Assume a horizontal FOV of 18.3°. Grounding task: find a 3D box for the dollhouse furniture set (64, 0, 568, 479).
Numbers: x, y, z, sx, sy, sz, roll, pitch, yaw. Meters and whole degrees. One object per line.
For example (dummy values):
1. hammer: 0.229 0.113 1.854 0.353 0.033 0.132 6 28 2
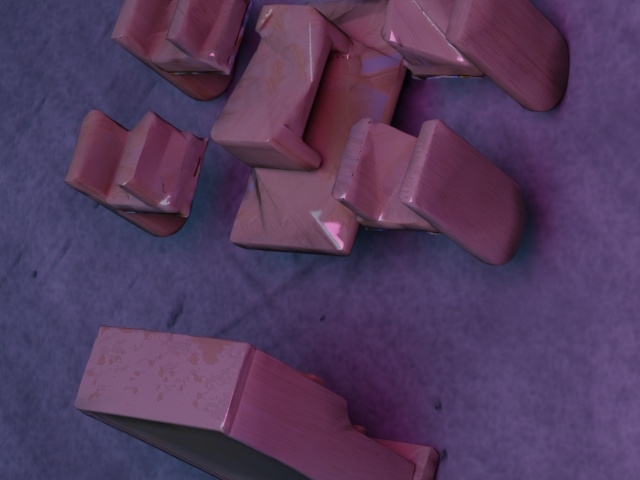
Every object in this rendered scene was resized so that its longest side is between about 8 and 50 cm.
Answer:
1. dollhouse furniture set: 0.000 0.000 1.600 0.362 0.256 0.394 4 70 39
